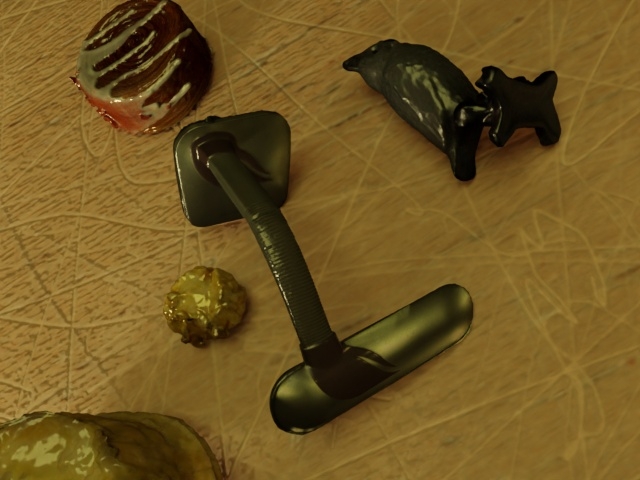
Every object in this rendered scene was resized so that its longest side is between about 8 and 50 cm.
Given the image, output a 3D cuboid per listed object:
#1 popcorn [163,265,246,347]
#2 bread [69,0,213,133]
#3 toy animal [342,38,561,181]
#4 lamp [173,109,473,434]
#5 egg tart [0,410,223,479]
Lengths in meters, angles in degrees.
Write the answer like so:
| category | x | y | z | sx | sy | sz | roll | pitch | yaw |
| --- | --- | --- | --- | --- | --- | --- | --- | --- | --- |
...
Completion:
| category | x | y | z | sx | sy | sz | roll | pitch | yaw |
| --- | --- | --- | --- | --- | --- | --- | --- | --- | --- |
| popcorn | -0.112 | 0.065 | 0.629 | 0.082 | 0.057 | 0.083 | -34 | 60 | -5 |
| bread | -0.209 | -0.207 | 0.756 | 0.160 | 0.073 | 0.161 | -6 | 69 | 15 |
| toy animal | 0.118 | -0.131 | 0.635 | 0.210 | 0.121 | 0.117 | 27 | 124 | 41 |
| lamp | 0.002 | -0.003 | 0.581 | 0.203 | 0.125 | 0.283 | -16 | 55 | -23 |
| egg tart | -0.217 | 0.238 | 0.505 | 0.290 | 0.115 | 0.290 | -9 | 40 | 8 |
